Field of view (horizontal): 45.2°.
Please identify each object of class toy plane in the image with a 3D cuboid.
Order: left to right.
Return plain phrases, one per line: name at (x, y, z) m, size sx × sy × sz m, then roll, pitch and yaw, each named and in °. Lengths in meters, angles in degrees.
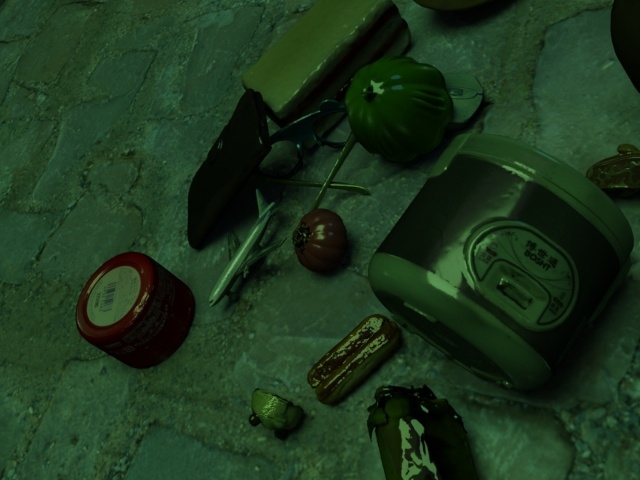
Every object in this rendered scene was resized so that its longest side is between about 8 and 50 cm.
toy plane at (-0.134, 0.021, 1.372) m, size 0.226 × 0.058 × 0.226 m, roll 9°, pitch 75°, yaw 59°

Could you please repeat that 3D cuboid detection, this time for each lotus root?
lotus root at (0.105, -0.224, 1.247) m, size 0.186 × 0.186 × 0.186 m, roll -18°, pitch 52°, yaw 24°

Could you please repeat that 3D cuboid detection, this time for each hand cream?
hand cream at (-0.340, 0.126, 1.407) m, size 0.193 × 0.125 × 0.193 m, roll -17°, pitch 51°, yaw 21°

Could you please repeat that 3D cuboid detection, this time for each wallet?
wallet at (-0.180, -0.132, 1.436) m, size 0.309 × 0.042 × 0.165 m, roll -49°, pitch 40°, yaw 41°

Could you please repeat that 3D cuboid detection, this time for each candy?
candy at (0.012, -0.348, 1.492) m, size 0.321 × 0.135 × 0.179 m, roll -46°, pitch 45°, yaw -4°

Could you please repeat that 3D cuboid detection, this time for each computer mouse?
computer mouse at (0.184, -0.240, 1.342) m, size 0.228 × 0.068 × 0.113 m, roll -7°, pitch 58°, yaw 31°

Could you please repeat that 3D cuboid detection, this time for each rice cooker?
rice cooker at (0.234, 0.023, 0.990) m, size 0.288 × 0.288 × 0.277 m, roll 29°, pitch 78°, yaw 43°

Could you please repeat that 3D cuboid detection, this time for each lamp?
lamp at (0.000, 0.000, 1.285) m, size 0.107 × 0.092 × 0.108 m, roll -24°, pitch 63°, yaw 58°

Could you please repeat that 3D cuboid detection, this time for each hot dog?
hot dog at (0.052, 0.176, 1.159) m, size 0.165 × 0.045 × 0.071 m, roll -42°, pitch 44°, yaw 2°

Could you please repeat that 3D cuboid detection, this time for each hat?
hat at (-0.071, 0.262, 1.160) m, size 0.076 × 0.077 × 0.059 m, roll 8°, pitch 65°, yaw 37°

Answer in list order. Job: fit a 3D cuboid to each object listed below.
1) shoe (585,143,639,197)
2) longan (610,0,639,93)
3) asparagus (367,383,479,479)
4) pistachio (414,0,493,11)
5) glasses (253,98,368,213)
shoe at (0.432, -0.100, 1.076) m, size 0.109 × 0.069 × 0.072 m, roll -26°, pitch 85°, yaw 32°
longan at (0.555, -0.306, 0.942) m, size 0.404 × 0.336 × 0.405 m, roll -4°, pitch 68°, yaw 11°
asparagus at (0.152, 0.350, 0.924) m, size 0.108 × 0.128 × 0.382 m, roll -58°, pitch 34°, yaw 41°
pistachio at (0.285, -0.519, 1.415) m, size 0.260 × 0.163 × 0.213 m, roll -1°, pitch 80°, yaw 19°
glasses at (-0.005, -0.121, 1.398) m, size 0.239 × 0.102 × 0.207 m, roll -24°, pitch 77°, yaw 17°
